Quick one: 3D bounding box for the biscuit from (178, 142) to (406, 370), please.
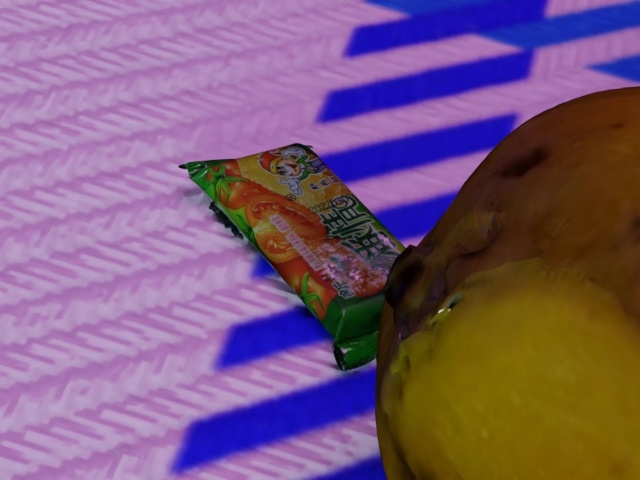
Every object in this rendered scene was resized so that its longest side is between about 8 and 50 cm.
[{"bbox_3d":[0.000,0.000,0.571,0.046,0.016,0.089,-18,49,-33],"label":"biscuit"}]

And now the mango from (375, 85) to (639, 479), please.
[{"bbox_3d":[0.126,0.069,0.441,0.167,0.130,0.262,-18,54,-40],"label":"mango"}]
